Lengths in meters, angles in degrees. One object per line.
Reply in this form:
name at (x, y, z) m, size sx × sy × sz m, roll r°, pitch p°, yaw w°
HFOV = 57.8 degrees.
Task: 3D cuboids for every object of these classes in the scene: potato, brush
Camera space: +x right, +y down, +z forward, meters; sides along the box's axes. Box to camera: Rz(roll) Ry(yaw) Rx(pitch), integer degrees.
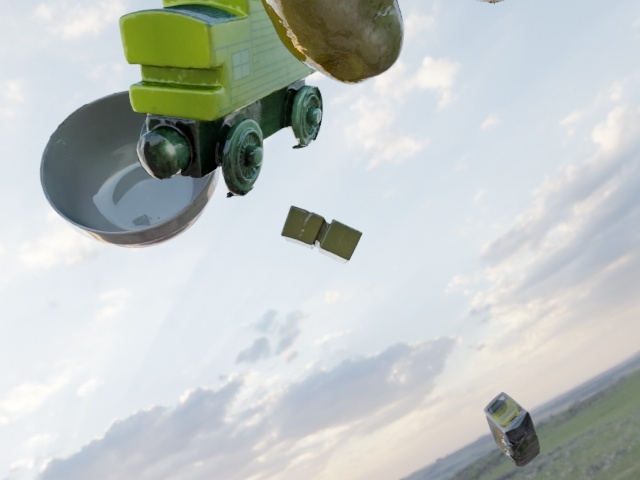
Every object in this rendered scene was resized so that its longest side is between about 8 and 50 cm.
potato at (0.018, -0.254, 0.589) m, size 0.157 × 0.157 × 0.194 m, roll -32°, pitch -60°, yaw 8°
brush at (0.000, 0.000, 0.878) m, size 0.233 × 0.103 × 0.047 m, roll 96°, pitch -164°, yaw -85°

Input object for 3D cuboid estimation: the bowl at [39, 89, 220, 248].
bowl at (-0.310, -0.105, 0.998) m, size 0.287 × 0.287 × 0.144 m, roll -23°, pitch -24°, yaw -12°

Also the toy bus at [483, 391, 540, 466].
toy bus at (0.302, 0.300, 0.912) m, size 0.057 × 0.072 × 0.172 m, roll -40°, pitch -39°, yaw -7°

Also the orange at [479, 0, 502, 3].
orange at (0.321, -0.556, 1.075) m, size 0.236 × 0.236 × 0.236 m, roll -24°, pitch -23°, yaw -11°

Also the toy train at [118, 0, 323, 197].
toy train at (-0.124, -0.249, 0.872) m, size 0.442 × 0.179 × 0.272 m, roll -50°, pitch -35°, yaw -57°
